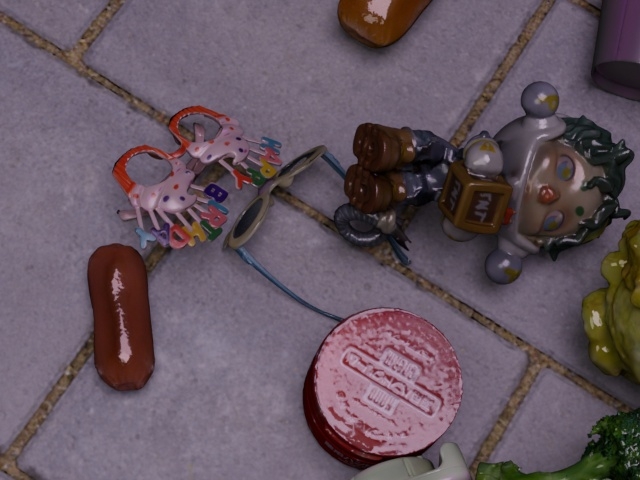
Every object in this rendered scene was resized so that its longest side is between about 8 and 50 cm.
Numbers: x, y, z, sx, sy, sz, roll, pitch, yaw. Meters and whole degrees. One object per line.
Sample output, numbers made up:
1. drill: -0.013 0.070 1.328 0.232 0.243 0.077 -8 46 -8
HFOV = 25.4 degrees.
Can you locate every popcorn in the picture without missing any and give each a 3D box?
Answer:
1. popcorn: 0.498 0.096 1.782 0.312 0.312 0.312 2 71 -6

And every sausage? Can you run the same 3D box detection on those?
1. sausage: -0.251 0.095 1.788 0.077 0.077 0.194 -4 70 -9
2. sausage: 0.128 -0.382 1.983 0.105 0.105 0.274 36 71 5

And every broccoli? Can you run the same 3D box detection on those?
1. broccoli: 0.326 0.325 1.682 0.297 0.297 0.298 10 70 5

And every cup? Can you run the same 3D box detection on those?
1. cup: 0.475 -0.350 1.983 0.203 0.203 0.288 17 76 -1

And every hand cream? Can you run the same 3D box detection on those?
1. hand cream: 0.075 0.188 1.769 0.193 0.125 0.193 2 71 -5

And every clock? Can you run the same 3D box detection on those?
1. clock: 0.088 0.317 1.717 0.191 0.151 0.062 -16 59 -7

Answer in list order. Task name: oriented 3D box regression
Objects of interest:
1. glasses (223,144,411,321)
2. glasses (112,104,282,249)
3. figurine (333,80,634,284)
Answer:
1. glasses: 0.007 -0.008 1.846 0.220 0.088 0.190 39 70 6
2. glasses: -0.164 -0.068 1.840 0.162 0.095 0.255 32 57 19
3. figurine: 0.230 -0.079 1.815 0.382 0.261 0.186 3 32 -27
